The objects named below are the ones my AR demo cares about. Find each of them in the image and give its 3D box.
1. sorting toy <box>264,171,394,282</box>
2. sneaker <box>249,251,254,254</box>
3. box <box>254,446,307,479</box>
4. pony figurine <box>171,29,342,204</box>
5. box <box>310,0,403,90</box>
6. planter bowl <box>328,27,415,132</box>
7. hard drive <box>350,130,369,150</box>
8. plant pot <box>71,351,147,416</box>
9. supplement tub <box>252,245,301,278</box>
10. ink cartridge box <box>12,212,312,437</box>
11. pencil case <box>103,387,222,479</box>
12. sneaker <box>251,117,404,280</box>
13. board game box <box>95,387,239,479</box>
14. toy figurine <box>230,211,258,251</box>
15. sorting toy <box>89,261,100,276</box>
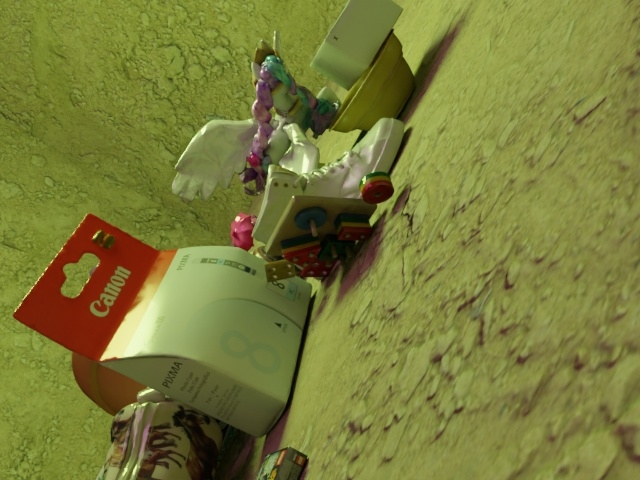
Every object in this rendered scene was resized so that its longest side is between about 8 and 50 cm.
[{"bbox_3d":[0.000,0.000,1.251,0.275,0.132,0.046,122,142,-47],"label":"sorting toy"},{"bbox_3d":[-0.154,0.104,1.853,0.129,0.111,0.297,-33,28,19],"label":"sneaker"},{"bbox_3d":[-0.065,0.301,0.950,0.137,0.027,0.094,-65,10,-27],"label":"box"},{"bbox_3d":[-0.083,-0.188,1.680,0.363,0.302,0.351,34,-105,-63],"label":"pony figurine"},{"bbox_3d":[0.062,-0.365,1.543,0.130,0.091,0.170,-59,7,-8],"label":"box"},{"bbox_3d":[0.108,-0.266,1.546,0.217,0.090,0.217,-57,7,10],"label":"planter bowl"},{"bbox_3d":[0.093,-0.206,1.677,0.135,0.022,0.094,-60,8,4],"label":"hard drive"},{"bbox_3d":[-0.247,0.208,1.466,0.203,0.290,0.291,31,92,39],"label":"plant pot"},{"bbox_3d":[-0.104,0.085,1.616,0.198,0.106,0.106,-58,9,14],"label":"supplement tub"},{"bbox_3d":[-0.210,0.090,1.273,0.091,0.384,0.308,-57,10,29],"label":"ink cartridge box"},{"bbox_3d":[-0.241,0.392,1.093,0.410,0.159,0.184,-79,-15,-48],"label":"pencil case"},{"bbox_3d":[0.002,-0.099,1.380,0.293,0.169,0.108,-59,7,5],"label":"sneaker"},{"bbox_3d":[-0.233,0.330,1.353,0.053,0.193,0.305,35,97,39],"label":"board game box"},{"bbox_3d":[-0.103,-0.009,1.723,0.130,0.159,0.173,-56,10,32],"label":"toy figurine"},{"bbox_3d":[-0.259,0.075,1.588,0.126,0.365,0.127,-39,60,18],"label":"sorting toy"}]
